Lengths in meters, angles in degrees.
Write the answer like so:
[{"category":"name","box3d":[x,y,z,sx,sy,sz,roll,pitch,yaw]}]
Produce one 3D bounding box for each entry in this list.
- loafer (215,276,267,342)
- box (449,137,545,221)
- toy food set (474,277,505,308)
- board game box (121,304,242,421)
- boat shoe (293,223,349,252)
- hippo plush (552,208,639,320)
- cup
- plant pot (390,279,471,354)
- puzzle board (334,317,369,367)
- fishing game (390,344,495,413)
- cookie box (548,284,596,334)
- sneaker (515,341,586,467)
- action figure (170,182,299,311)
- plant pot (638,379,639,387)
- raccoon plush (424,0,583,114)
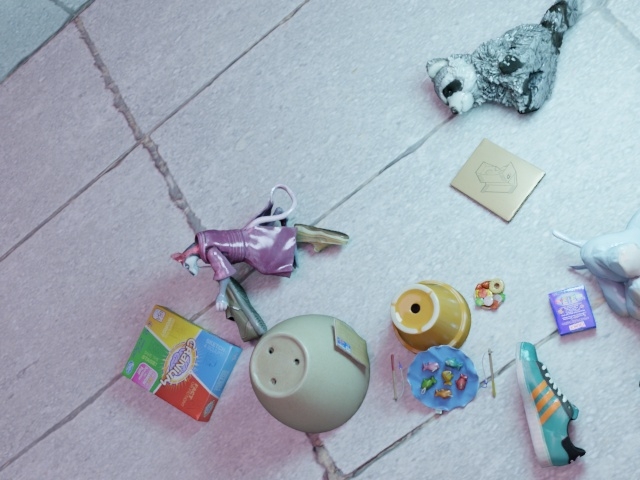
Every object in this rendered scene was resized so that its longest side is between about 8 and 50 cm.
[{"category":"loafer","box3d":[-0.255,0.195,2.208,0.087,0.094,0.251,-38,64,5]},{"category":"box","box3d":[0.479,-0.167,2.031,0.201,0.021,0.164,37,92,28]},{"category":"toy food set","box3d":[0.443,0.141,1.960,0.083,0.020,0.082,-4,74,22]},{"category":"board game box","box3d":[-0.419,0.364,2.248,0.317,0.064,0.242,23,85,27]},{"category":"boat shoe","box3d":[0.000,0.000,2.175,0.190,0.068,0.072,13,95,38]},{"category":"hippo plush","box3d":[0.767,0.036,1.779,0.237,0.234,0.294,-35,21,-8]},{"category":"cup","box3d":[-0.060,0.343,2.002,0.331,0.237,0.331,-7,72,22]},{"category":"plant pot","box3d":[0.269,0.192,1.927,0.205,0.188,0.205,-6,73,22]},{"category":"puzzle board","box3d":[0.081,0.274,1.989,0.011,0.128,0.096,-37,32,25]},{"category":"fishing game","box3d":[0.310,0.357,1.897,0.264,0.041,0.189,-2,108,10]},{"category":"cookie box","box3d":[0.626,0.175,1.859,0.092,0.040,0.107,-17,69,18]},{"category":"sneaker","box3d":[0.553,0.386,1.801,0.121,0.108,0.302,-15,78,18]},{"category":"action figure","box3d":[-0.235,0.018,2.103,0.248,0.370,0.275,54,140,44]},{"category":"plant pot","box3d":[0.826,0.266,1.671,0.215,0.215,0.230,38,106,27]},{"category":"raccoon plush","box3d":[0.505,-0.511,2.073,0.299,0.216,0.446,18,53,40]}]
